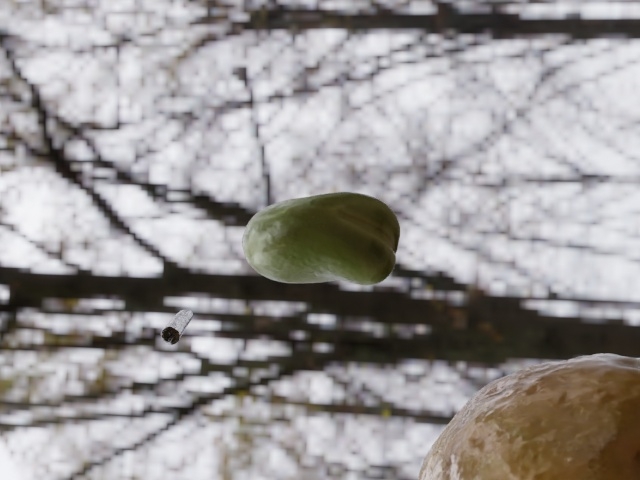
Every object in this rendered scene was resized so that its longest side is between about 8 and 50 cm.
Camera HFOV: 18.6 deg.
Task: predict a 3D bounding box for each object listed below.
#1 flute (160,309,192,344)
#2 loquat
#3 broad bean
[{"bbox_3d":[-0.101,0.060,1.395,0.269,0.014,0.014,-177,88,-88],"label":"flute"},{"bbox_3d":[0.167,0.162,1.174,0.238,0.238,0.193,-43,-41,-64],"label":"loquat"},{"bbox_3d":[0.000,0.000,1.027,0.063,0.083,0.045,84,-173,-61],"label":"broad bean"}]
